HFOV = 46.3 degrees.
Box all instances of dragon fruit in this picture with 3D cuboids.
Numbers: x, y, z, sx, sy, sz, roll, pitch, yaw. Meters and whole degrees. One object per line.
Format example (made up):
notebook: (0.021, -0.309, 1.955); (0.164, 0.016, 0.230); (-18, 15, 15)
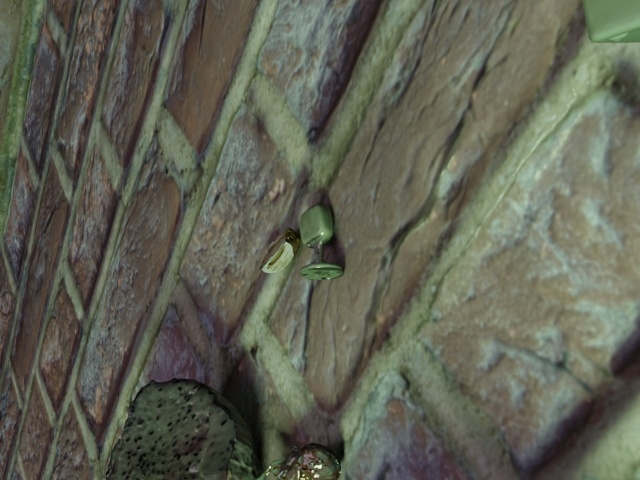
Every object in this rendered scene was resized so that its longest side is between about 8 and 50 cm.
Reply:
dragon fruit: (-0.178, 0.367, 1.074); (0.204, 0.221, 0.282); (1, 51, 22)

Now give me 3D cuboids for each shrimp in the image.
shrimp: (-0.030, 0.310, 0.974); (0.073, 0.075, 0.190); (43, 145, 5)

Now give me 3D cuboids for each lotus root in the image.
lotus root: (-0.052, 0.016, 1.020); (0.083, 0.030, 0.037); (-45, 25, 42)

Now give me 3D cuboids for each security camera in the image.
security camera: (0.000, 0.000, 0.939); (0.058, 0.058, 0.092); (-31, 54, 51)

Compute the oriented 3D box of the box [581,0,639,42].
box: (0.264, -0.208, 0.467); (0.210, 0.148, 0.129); (-5, 96, 57)
